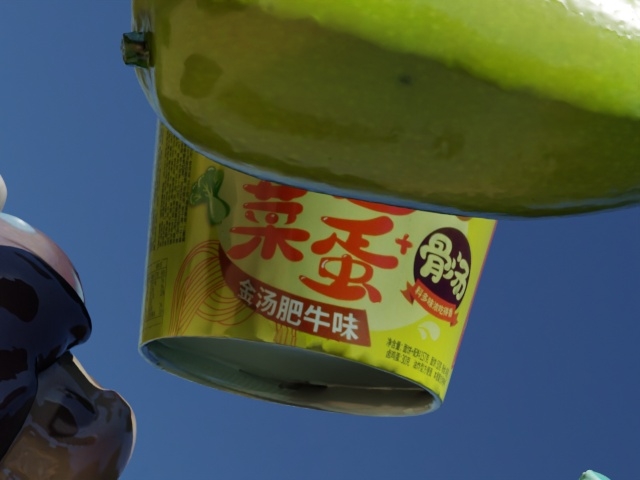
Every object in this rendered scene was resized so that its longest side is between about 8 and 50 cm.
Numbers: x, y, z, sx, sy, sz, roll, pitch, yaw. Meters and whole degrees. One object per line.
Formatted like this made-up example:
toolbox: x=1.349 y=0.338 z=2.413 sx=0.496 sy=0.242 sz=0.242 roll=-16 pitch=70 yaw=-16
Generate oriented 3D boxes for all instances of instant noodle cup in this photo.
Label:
instant noodle cup: x=0.000 y=0.000 z=1.506 sx=0.311 sy=0.311 sz=0.221 roll=157 pitch=-54 yaw=-66

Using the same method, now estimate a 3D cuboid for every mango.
mango: x=0.072 y=-0.098 z=1.039 sx=0.192 sy=0.343 sz=0.156 roll=-81 pitch=-178 yaw=-48

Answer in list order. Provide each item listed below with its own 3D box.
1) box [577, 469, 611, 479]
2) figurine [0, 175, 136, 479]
box: x=0.182 y=0.350 z=1.471 sx=0.205 sy=0.311 sz=0.118 roll=41 pitch=-4 yaw=28
figurine: x=-0.141 y=0.128 z=1.130 sx=0.365 sy=0.218 sz=0.206 roll=31 pitch=-64 yaw=5
